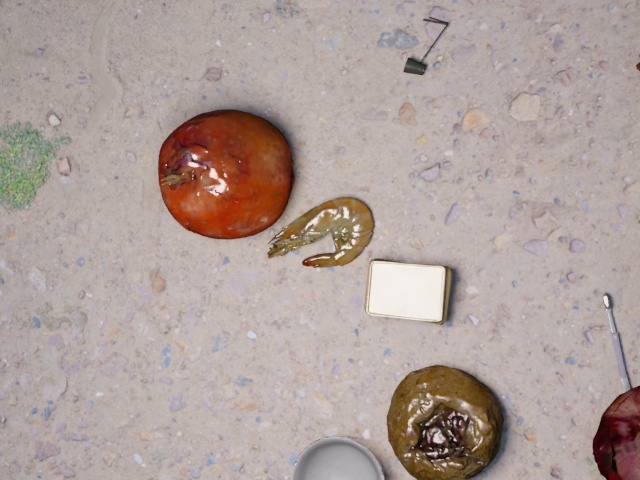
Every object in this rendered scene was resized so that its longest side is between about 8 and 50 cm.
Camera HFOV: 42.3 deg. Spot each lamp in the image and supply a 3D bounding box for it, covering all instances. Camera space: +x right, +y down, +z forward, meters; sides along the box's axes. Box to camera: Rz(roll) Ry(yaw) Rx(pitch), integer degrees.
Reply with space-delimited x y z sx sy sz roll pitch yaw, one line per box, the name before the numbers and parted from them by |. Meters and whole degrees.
lamp | 0.212 -0.387 1.665 0.054 0.041 0.121 20 94 6

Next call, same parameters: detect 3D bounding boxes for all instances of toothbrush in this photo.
toothbrush | 0.554 0.193 1.550 0.014 0.017 0.194 -13 86 19

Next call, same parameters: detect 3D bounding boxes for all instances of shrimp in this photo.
shrimp | 0.000 -0.001 1.693 0.236 0.053 0.133 -25 101 8

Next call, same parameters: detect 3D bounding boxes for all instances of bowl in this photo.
bowl | 0.041 0.471 1.625 0.189 0.086 0.189 -1 87 12

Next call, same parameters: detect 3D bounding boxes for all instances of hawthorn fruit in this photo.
hawthorn fruit | -0.206 -0.125 1.619 0.276 0.307 0.276 4 100 21

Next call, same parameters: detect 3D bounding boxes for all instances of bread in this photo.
bread | 0.234 0.351 1.567 0.230 0.123 0.230 -1 84 13

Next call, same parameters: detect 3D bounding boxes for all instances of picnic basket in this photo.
picnic basket | 0.172 0.098 1.619 0.164 0.079 0.115 7 90 15

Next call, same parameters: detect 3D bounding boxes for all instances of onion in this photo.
onion | 0.605 0.375 1.436 0.252 0.219 0.252 -14 42 13

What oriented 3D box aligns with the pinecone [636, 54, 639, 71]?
pinecone | 0.671 -0.320 1.434 0.221 0.221 0.221 -1 86 14
